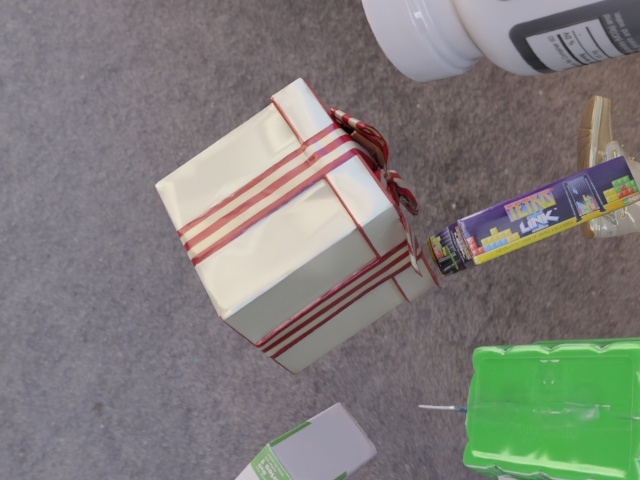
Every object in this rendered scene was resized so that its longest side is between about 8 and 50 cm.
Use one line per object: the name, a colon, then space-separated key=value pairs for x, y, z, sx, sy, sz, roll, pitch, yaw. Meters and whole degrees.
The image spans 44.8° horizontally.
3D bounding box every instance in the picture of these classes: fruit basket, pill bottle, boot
fruit basket: x=0.317 y=0.186 z=0.686 sx=0.353 sy=0.327 sz=0.165 roll=23 pitch=70 yaw=-27
pill bottle: x=0.221 y=-0.248 z=0.606 sx=0.362 sy=0.210 sz=0.210 roll=-7 pitch=67 yaw=36
boot: x=0.580 y=-0.134 z=1.419 sx=0.203 sy=0.095 sz=0.262 roll=0 pitch=89 yaw=7

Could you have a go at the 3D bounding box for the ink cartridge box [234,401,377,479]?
ink cartridge box: x=-0.061 y=0.433 z=1.361 sx=0.117 sy=0.201 sz=0.278 roll=50 pitch=126 yaw=18

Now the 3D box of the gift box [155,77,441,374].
gift box: x=0.000 y=0.000 z=0.952 sx=0.258 sy=0.255 sz=0.276 roll=-35 pitch=62 yaw=3

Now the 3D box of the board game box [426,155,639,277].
board game box: x=0.201 y=-0.019 z=0.764 sx=0.170 sy=0.141 sz=0.048 roll=-21 pitch=83 yaw=-7
